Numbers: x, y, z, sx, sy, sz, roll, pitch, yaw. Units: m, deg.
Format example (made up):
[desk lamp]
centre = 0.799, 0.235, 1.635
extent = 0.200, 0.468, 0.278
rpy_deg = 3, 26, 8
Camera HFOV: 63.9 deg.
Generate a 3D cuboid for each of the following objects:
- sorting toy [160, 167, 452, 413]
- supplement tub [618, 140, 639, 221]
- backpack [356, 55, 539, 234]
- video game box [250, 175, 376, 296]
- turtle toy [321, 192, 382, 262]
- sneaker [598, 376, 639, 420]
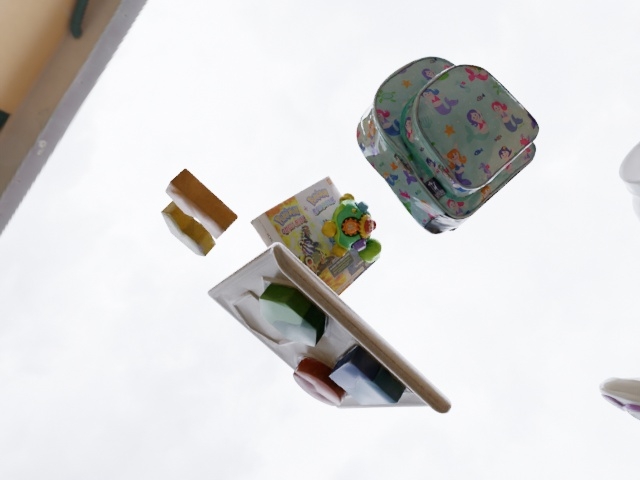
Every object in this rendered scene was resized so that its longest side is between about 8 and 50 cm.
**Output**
[sorting toy]
centre = -0.045, 0.074, 0.507
extent = 0.307, 0.229, 0.041
rpy_deg = 43, -118, -10
[supplement tub]
centre = 0.681, -0.044, 0.841
extent = 0.235, 0.235, 0.325
rpy_deg = -44, -80, 0
[backpack]
centre = 0.192, -0.166, 0.817
extent = 0.225, 0.191, 0.253
rpy_deg = -38, -100, -20
[video game box]
centre = 0.000, 0.000, 0.898
extent = 0.048, 0.205, 0.187
rpy_deg = -33, -87, 41
[turtle toy]
centre = 0.062, -0.015, 0.868
extent = 0.066, 0.130, 0.095
rpy_deg = 5, -131, 35
[sneaker]
centre = 0.654, 0.253, 0.886
extent = 0.305, 0.114, 0.152
rpy_deg = -6, -126, 41
